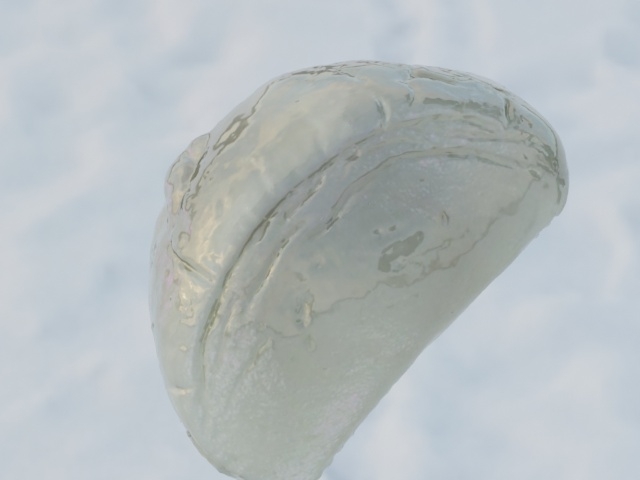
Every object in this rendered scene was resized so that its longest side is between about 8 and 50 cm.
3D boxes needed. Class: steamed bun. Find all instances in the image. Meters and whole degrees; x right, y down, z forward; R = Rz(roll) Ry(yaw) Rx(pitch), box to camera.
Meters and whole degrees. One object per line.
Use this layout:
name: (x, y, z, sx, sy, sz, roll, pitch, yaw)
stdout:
steamed bun: (0.000, -0.005, 1.628, 0.236, 0.383, 0.247, 39, 5, -20)
